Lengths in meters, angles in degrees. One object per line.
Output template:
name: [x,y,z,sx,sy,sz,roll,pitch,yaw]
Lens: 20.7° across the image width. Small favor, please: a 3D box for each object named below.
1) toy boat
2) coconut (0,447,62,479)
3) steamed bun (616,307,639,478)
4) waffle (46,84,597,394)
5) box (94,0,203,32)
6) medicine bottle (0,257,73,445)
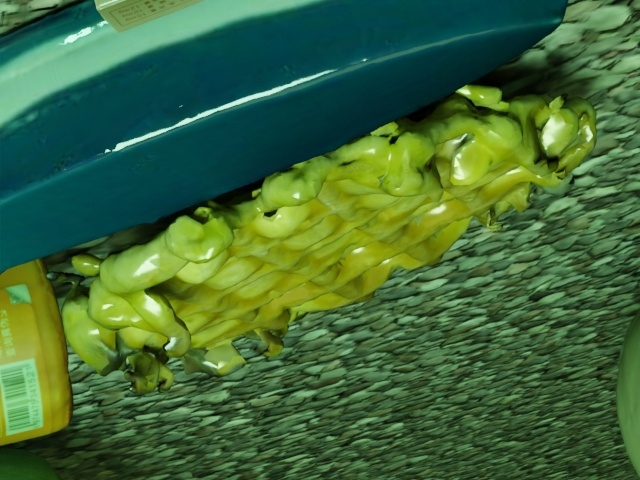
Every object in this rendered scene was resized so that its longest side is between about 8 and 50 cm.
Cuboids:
toy boat: [-0.038,-0.060,0.654,0.299,0.062,0.096,-21,161,12]
coconut: [-0.258,0.264,1.062,0.328,0.329,0.281,-13,-172,-12]
steamed bun: [0.432,0.127,1.113,0.455,0.290,0.371,11,160,-3]
waffle: [0.002,0.003,0.827,0.280,0.060,0.262,-20,165,-33]
box: [-0.035,-0.104,0.542,0.083,0.053,0.024,-18,162,6]
medicine bottle: [-0.214,0.061,0.791,0.191,0.096,0.096,-13,161,-16]
